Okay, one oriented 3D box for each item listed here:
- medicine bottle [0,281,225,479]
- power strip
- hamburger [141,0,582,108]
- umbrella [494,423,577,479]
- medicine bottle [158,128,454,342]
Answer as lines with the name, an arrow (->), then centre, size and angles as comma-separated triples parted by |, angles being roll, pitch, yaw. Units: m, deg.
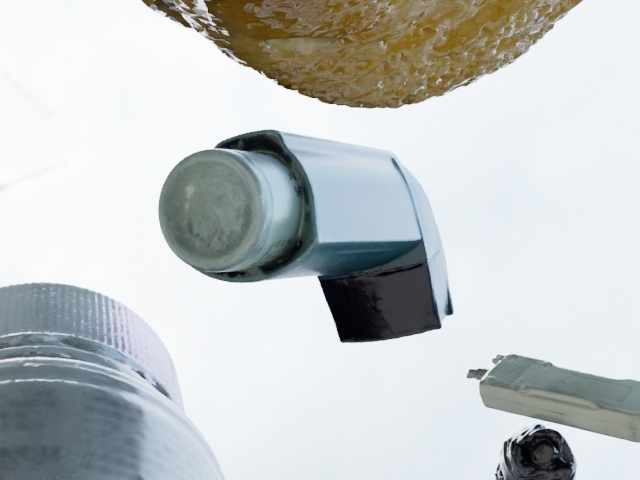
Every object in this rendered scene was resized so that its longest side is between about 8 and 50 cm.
medicine bottle -> -0.183, 0.190, 0.788 | 0.325, 0.256, 0.256 | -112, -158, -60
power strip -> 0.193, 0.122, 0.967 | 0.191, 0.047, 0.030 | 8, -57, 42
hamburger -> 0.034, -0.191, 0.506 | 0.290, 0.314, 0.170 | -38, -110, 7
umbrella -> 0.175, 0.207, 1.074 | 0.071, 0.071, 0.248 | 48, -10, 12
medicine bottle -> 0.000, 0.000, 0.720 | 0.079, 0.258, 0.124 | -9, -96, 24
